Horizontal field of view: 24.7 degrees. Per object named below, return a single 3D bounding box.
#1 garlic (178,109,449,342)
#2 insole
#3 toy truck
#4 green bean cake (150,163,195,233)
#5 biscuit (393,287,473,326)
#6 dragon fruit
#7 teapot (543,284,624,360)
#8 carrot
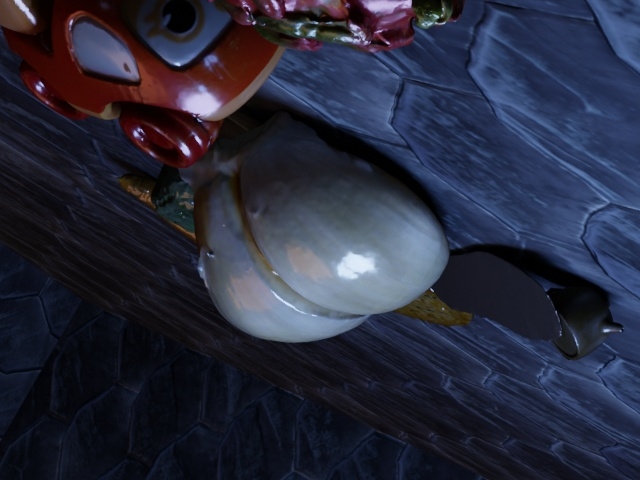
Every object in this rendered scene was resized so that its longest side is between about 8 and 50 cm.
[{"bbox_3d":[0.000,0.000,1.645,0.313,0.286,0.249,44,-154,-34],"label":"garlic"},{"bbox_3d":[0.192,0.058,1.703,0.111,0.007,0.328,66,163,-12],"label":"insole"},{"bbox_3d":[-0.160,-0.209,1.138,0.265,0.189,0.239,22,158,27],"label":"toy truck"},{"bbox_3d":[-0.122,-0.049,1.920,0.185,0.094,0.183,27,168,-14],"label":"green bean cake"},{"bbox_3d":[0.117,0.068,1.960,0.187,0.027,0.188,20,165,5],"label":"biscuit"},{"bbox_3d":[0.013,-0.195,0.917,0.172,0.160,0.166,15,132,-4],"label":"dragon fruit"},{"bbox_3d":[0.283,0.081,1.601,0.121,0.068,0.076,38,153,56],"label":"teapot"},{"bbox_3d":[-0.204,-0.035,2.229,0.248,0.059,0.059,35,167,-13],"label":"carrot"}]
